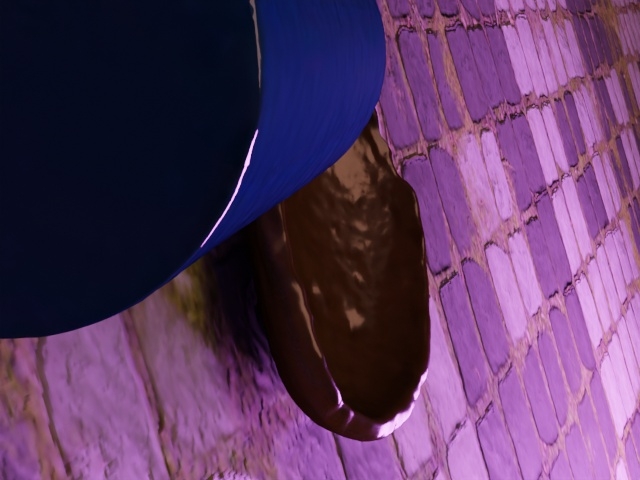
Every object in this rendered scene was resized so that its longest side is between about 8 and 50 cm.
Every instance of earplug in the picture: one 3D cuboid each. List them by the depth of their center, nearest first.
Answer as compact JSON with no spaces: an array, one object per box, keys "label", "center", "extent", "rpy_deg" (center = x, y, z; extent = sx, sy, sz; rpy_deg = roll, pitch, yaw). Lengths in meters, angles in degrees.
[{"label":"earplug","center":[-0.047,-0.058,0.492],"extent":[0.273,0.132,0.132],"rpy_deg":[-29,103,-75]}]

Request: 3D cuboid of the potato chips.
[{"label":"potato chips","center":[0.000,0.000,0.690],"extent":[0.150,0.049,0.202],"rpy_deg":[47,35,-48]}]
